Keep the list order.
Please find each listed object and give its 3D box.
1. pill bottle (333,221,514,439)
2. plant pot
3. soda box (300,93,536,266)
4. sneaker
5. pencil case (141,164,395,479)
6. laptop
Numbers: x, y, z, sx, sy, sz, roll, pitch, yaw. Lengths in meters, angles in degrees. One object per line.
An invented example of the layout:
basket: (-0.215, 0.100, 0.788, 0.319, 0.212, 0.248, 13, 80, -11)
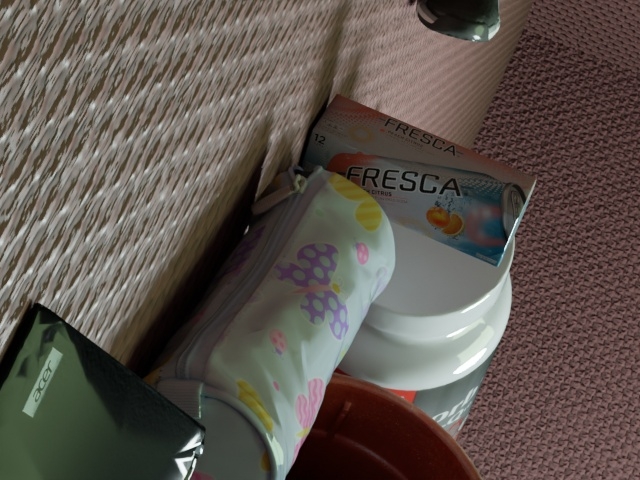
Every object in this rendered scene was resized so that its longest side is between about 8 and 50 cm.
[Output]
pill bottle: (0.070, 0.077, 1.652, 0.363, 0.210, 0.210, 100, 14, -61)
plant pot: (-0.018, 0.305, 1.528, 0.265, 0.272, 0.272, -60, -179, 42)
soda box: (0.078, -0.050, 1.379, 0.063, 0.183, 0.058, -59, 169, -49)
sneaker: (0.154, -0.294, 1.720, 0.228, 0.086, 0.132, -78, -179, -63)
pencil case: (-0.036, 0.063, 1.133, 0.273, 0.114, 0.124, -61, 162, -50)
laptop: (-0.168, 0.173, 0.850, 0.264, 0.137, 0.234, -15, -132, 65)
